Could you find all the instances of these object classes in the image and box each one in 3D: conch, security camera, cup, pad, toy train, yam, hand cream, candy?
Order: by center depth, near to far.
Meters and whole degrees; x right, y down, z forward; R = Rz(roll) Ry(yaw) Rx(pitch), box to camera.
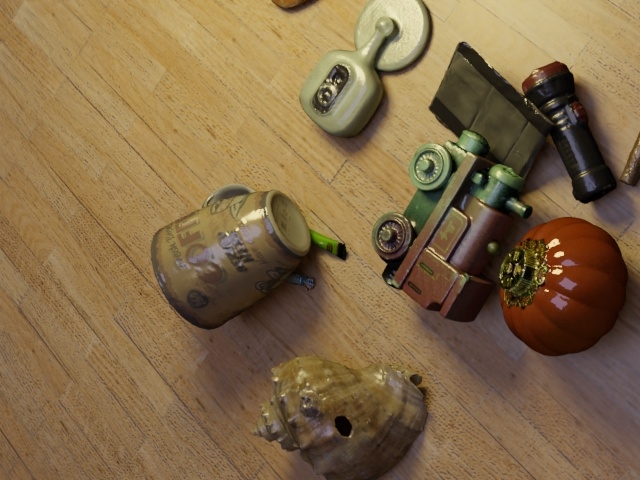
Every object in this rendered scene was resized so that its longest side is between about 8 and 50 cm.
[{"bbox_3d":[0.519,-0.157,1.580,0.032,0.032,0.145,26,101,31],"label":"yam"},{"bbox_3d":[0.226,-0.026,1.668,0.221,0.150,0.304,39,108,37],"label":"toy train"},{"bbox_3d":[0.288,-0.212,1.688,0.233,0.022,0.174,48,142,25],"label":"pad"},{"bbox_3d":[0.027,0.329,1.773,0.324,0.186,0.263,-18,94,31],"label":"conch"},{"bbox_3d":[0.082,-0.338,1.846,0.157,0.080,0.301,43,105,28],"label":"security camera"},{"bbox_3d":[0.000,0.000,1.897,0.122,0.023,0.036,25,128,30],"label":"hand cream"},{"bbox_3d":[-0.155,-0.007,1.908,0.257,0.227,0.301,-27,41,22],"label":"cup"},{"bbox_3d":[-0.048,0.077,1.922,0.083,0.020,0.030,12,91,33],"label":"candy"}]

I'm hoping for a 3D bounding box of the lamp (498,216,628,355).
[{"bbox_3d":[0.380,0.072,1.552,0.223,0.197,0.223,-51,28,41],"label":"lamp"}]

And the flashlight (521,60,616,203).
[{"bbox_3d":[0.411,-0.175,1.615,0.093,0.093,0.232,-30,74,27],"label":"flashlight"}]

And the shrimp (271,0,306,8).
[{"bbox_3d":[-0.013,-0.551,1.935,0.251,0.052,0.143,-19,74,31],"label":"shrimp"}]
